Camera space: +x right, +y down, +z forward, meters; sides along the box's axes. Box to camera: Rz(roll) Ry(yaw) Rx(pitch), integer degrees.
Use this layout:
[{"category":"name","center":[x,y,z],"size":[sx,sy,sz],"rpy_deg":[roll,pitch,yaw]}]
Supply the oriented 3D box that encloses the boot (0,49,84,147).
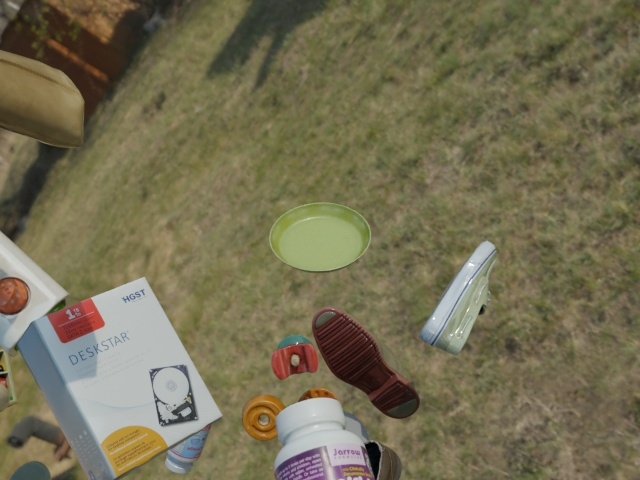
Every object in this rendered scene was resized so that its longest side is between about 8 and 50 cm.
[{"category":"boot","center":[-0.324,-0.136,0.724],"size":[0.089,0.269,0.236],"rpy_deg":[-48,57,16]}]

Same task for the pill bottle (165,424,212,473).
[{"category":"pill bottle","center":[-0.319,0.477,1.921],"size":[0.087,0.087,0.160],"rpy_deg":[-126,54,-63]}]

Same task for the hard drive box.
[{"category":"hard drive box","center":[-0.276,0.194,1.100],"size":[0.181,0.232,0.089],"rpy_deg":[-25,-11,-41]}]

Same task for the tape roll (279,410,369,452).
[{"category":"tape roll","center":[0.013,0.508,1.883],"size":[0.072,0.219,0.219],"rpy_deg":[-7,57,57]}]

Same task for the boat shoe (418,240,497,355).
[{"category":"boat shoe","center":[0.316,0.126,1.723],"size":[0.302,0.094,0.109],"rpy_deg":[-51,-7,-31]}]

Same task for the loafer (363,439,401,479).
[{"category":"loafer","center":[0.052,0.573,1.668],"size":[0.133,0.130,0.366],"rpy_deg":[5,50,28]}]

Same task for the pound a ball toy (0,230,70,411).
[{"category":"pound a ball toy","center":[-0.540,0.084,1.218],"size":[0.208,0.319,0.136],"rpy_deg":[-47,0,-22]}]

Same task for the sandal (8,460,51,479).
[{"category":"sandal","center":[-0.539,0.516,1.542],"size":[0.088,0.079,0.240],"rpy_deg":[-29,24,-26]}]

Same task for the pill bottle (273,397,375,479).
[{"category":"pill bottle","center":[0.014,0.433,1.368],"size":[0.169,0.169,0.302],"rpy_deg":[-43,49,34]}]

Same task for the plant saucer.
[{"category":"plant saucer","center":[0.000,0.000,1.889],"size":[0.241,0.240,0.037],"rpy_deg":[-90,-3,-48]}]

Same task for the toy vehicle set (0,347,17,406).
[{"category":"toy vehicle set","center":[-0.717,0.255,1.528],"size":[0.035,0.267,0.166],"rpy_deg":[-24,76,27]}]

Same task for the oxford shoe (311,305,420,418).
[{"category":"oxford shoe","center":[0.096,0.267,1.846],"size":[0.123,0.348,0.130],"rpy_deg":[-33,23,13]}]

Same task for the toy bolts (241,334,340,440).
[{"category":"toy bolts","center":[-0.069,0.324,1.770],"size":[0.158,0.218,0.229],"rpy_deg":[-91,-6,-85]}]
